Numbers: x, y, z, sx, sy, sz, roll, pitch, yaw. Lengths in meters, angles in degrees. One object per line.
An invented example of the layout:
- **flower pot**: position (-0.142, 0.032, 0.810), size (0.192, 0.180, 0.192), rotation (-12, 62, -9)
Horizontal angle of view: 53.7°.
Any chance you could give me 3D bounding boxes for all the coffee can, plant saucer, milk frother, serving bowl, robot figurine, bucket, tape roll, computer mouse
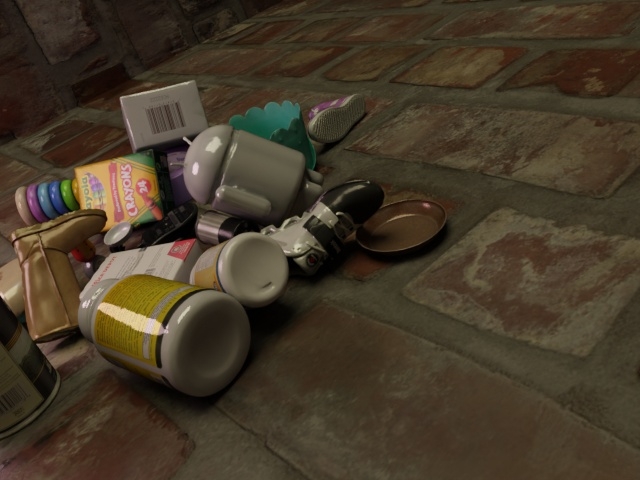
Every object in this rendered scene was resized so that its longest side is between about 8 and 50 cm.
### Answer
- **coffee can**: position (-0.671, 0.225, 1.232), size (0.202, 0.275, 0.201), rotation (-15, 31, 9)
- **plant saucer**: position (0.175, -0.023, 1.356), size (0.199, 0.036, 0.198), rotation (-16, 30, 10)
- **milk frother**: position (-0.228, 0.015, 1.449), size (0.135, 0.129, 0.143), rotation (14, 39, 40)
- **serving bowl**: position (-0.534, -0.012, 1.685), size (0.083, 0.027, 0.083), rotation (-18, 41, 17)
- **robot figurine**: position (-0.171, -0.150, 1.503), size (0.354, 0.199, 0.300), rotation (20, 24, -11)
- **bucket**: position (-0.153, -0.250, 1.774), size (0.281, 0.183, 0.281), rotation (-15, 31, 10)
- **tape roll**: position (-0.475, -0.194, 1.971), size (0.275, 0.090, 0.274), rotation (-15, 30, 9)
- **computer mouse**: position (-0.441, -0.014, 1.696), size (0.262, 0.060, 0.184), rotation (-41, 39, -11)

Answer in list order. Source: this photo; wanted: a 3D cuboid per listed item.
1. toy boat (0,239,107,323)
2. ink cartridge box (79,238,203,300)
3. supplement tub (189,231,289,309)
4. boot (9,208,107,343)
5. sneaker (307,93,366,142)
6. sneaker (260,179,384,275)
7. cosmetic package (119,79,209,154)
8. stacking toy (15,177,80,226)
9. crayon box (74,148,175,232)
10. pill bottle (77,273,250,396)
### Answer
- **toy boat**: position (-0.695, 0.109, 1.591), size (0.318, 0.148, 0.267), rotation (-34, 27, -8)
- **ink cartridge box**: position (-0.396, 0.098, 1.443), size (0.237, 0.100, 0.172), rotation (-10, 32, 17)
- **supplement tub**: position (-0.168, 0.070, 1.259), size (0.144, 0.144, 0.200), rotation (-42, 12, -32)
- **boot**: position (-0.583, 0.079, 1.480), size (0.236, 0.089, 0.269), rotation (-20, 72, -12)
- **sneaker**: position (0.010, -0.365, 1.955), size (0.161, 0.102, 0.282), rotation (-1, 25, 36)
- **sneaker**: position (0.000, 0.000, 1.338), size (0.331, 0.122, 0.146), rotation (-32, 40, 20)
- **cosmetic package**: position (-0.507, -0.376, 2.037), size (0.230, 0.161, 0.453), rotation (-17, 7, -15)
- **stacking toy**: position (-0.814, -0.156, 2.082), size (0.331, 0.141, 0.141), rotation (-18, 30, -4)
- **crayon box**: position (-0.583, -0.130, 1.821), size (0.319, 0.202, 0.081), rotation (-11, -1, 19)
- **pill bottle**: position (-0.308, 0.164, 1.199), size (0.334, 0.187, 0.188), rotation (8, 41, 39)
